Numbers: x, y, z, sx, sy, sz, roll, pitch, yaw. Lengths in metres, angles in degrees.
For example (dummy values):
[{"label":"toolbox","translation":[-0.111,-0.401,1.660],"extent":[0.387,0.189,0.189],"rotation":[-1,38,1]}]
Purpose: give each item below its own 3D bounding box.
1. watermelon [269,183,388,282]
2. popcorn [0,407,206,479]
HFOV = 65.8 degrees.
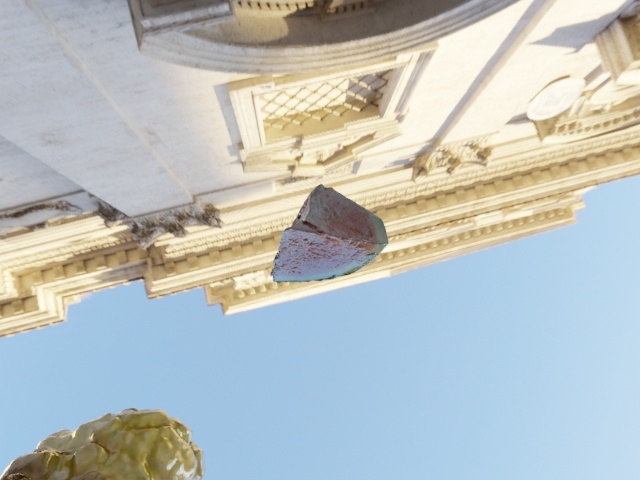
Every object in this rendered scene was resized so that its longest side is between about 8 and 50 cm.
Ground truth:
[{"label":"watermelon","translation":[0.000,0.000,1.236],"extent":[0.231,0.310,0.193],"rotation":[58,-140,-28]},{"label":"popcorn","translation":[-0.195,0.226,0.440],"extent":[0.180,0.180,0.170],"rotation":[29,-137,2]}]
